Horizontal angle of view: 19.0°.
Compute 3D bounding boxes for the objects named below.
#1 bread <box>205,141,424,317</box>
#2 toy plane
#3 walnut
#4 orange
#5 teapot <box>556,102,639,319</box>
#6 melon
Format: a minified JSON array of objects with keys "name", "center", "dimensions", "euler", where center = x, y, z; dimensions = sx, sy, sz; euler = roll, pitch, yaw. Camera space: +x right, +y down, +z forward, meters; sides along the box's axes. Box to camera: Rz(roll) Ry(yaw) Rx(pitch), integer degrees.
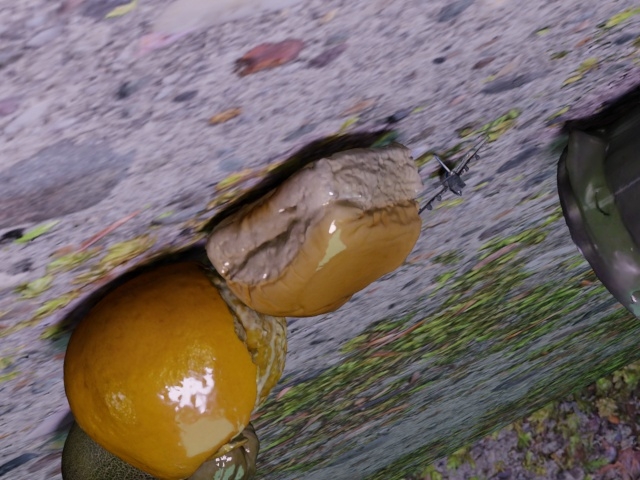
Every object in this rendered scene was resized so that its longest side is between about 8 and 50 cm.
[{"name":"bread","center":[0.000,-0.001,1.184],"dimensions":[0.125,0.082,0.106],"euler":[-34,173,33]},{"name":"toy plane","center":[0.091,-0.043,1.341],"dimensions":[0.078,0.024,0.084],"euler":[-46,167,-2]},{"name":"walnut","center":[-0.097,0.196,1.751],"dimensions":[0.092,0.092,0.092],"euler":[-27,167,-7]},{"name":"orange","center":[-0.089,0.085,1.231],"dimensions":[0.156,0.134,0.156],"euler":[-16,173,-2]},{"name":"teapot","center":[0.354,-0.053,1.387],"dimensions":[0.270,0.200,0.337],"euler":[36,129,-25]},{"name":"melon","center":[-0.147,0.162,1.479],"dimensions":[0.099,0.099,0.162],"euler":[-19,163,-36]}]
